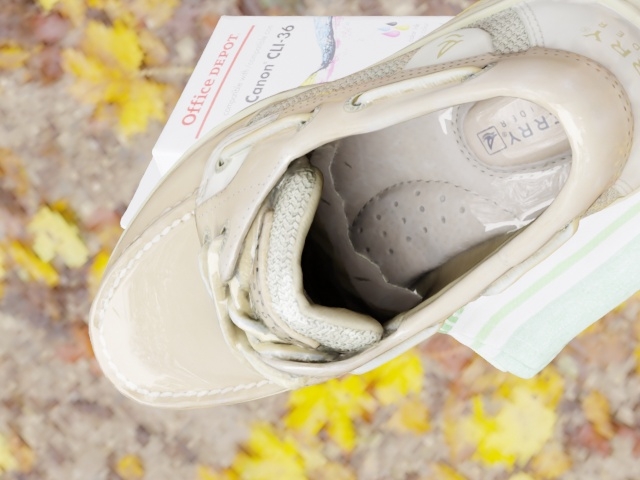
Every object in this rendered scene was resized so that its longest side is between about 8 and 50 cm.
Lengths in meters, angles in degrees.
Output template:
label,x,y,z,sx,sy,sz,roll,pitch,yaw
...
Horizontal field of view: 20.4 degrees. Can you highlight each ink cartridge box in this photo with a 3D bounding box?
label,x,y,z,sx,sy,sz,roll,pitch,yaw
ink cartridge box,-0.010,-0.059,0.939,0.198,0.115,0.067,2,135,22

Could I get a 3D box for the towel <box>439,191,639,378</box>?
label,x,y,z,sx,sy,sz,roll,pitch,yaw
towel,0.145,-0.012,1.290,0.248,0.325,0.038,-41,50,21

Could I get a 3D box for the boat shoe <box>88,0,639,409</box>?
label,x,y,z,sx,sy,sz,roll,pitch,yaw
boat shoe,0.000,0.000,0.649,0.302,0.098,0.109,-28,98,41
